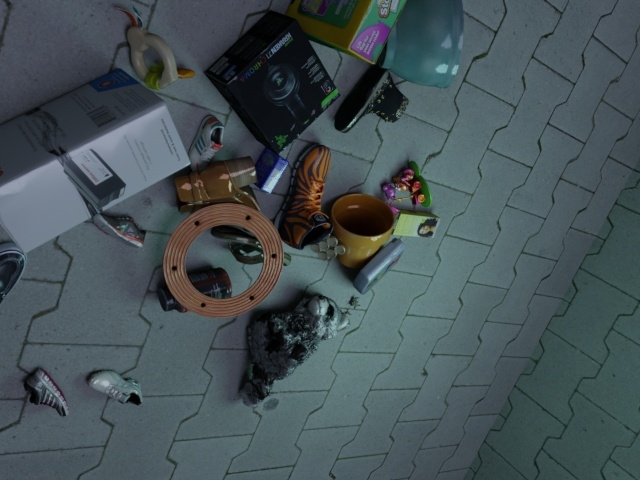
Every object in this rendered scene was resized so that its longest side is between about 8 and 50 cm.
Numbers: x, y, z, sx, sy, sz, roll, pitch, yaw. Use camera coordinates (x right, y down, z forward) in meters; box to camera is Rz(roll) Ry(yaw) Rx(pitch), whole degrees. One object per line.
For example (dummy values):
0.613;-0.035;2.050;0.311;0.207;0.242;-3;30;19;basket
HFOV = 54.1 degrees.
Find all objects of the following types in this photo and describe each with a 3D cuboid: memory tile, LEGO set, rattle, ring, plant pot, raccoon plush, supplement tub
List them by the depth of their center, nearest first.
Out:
-0.376;-0.464;1.459;0.142;0.130;0.200;-34;106;-31;rattle
-0.266;0.056;1.735;0.336;0.032;0.337;-7;110;-18;ring
0.263;-0.578;1.768;0.196;0.293;0.293;-3;121;-7;plant pot
-0.363;0.147;1.812;0.197;0.106;0.106;-13;123;-32;supplement tub
0.000;0.000;1.985;0.148;0.113;0.012;48;45;-19;memory tile
0.124;-0.017;2.046;0.205;0.205;0.188;-20;142;-27;plant pot
-0.102;0.352;2.146;0.299;0.216;0.446;-18;156;-46;raccoon plush
0.116;0.236;2.305;0.083;0.023;0.054;-43;133;10;LEGO set

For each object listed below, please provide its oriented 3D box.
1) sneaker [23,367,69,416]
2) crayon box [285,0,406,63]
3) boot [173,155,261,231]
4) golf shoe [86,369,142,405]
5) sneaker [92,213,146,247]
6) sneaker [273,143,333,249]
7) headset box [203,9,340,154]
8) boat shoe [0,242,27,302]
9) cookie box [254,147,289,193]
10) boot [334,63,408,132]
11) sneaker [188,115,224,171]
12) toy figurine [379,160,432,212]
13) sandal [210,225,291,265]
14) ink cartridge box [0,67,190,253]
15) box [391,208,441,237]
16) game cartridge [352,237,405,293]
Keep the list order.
-0.750;0.426;1.710;0.074;0.063;0.171;-32;126;-19;sneaker
0.093;-0.650;1.538;0.106;0.313;0.363;17;105;-43;crayon box
-0.281;-0.101;1.730;0.220;0.109;0.284;-18;148;-14;boot
-0.590;0.433;1.823;0.176;0.086;0.069;29;98;-43;golf shoe
-0.518;-0.039;1.625;0.158;0.061;0.065;41;61;-46;sneaker
-0.014;-0.116;1.872;0.124;0.180;0.321;7;112;-40;sneaker
-0.116;-0.405;1.652;0.246;0.131;0.283;-44;135;-7;headset box
-0.799;0.140;1.467;0.301;0.102;0.108;-46;134;-6;boat shoe
-0.150;-0.199;1.779;0.040;0.092;0.107;26;99;-41;cookie box
0.162;-0.394;1.911;0.236;0.085;0.178;-54;137;1;boot
-0.296;-0.244;1.647;0.057;0.075;0.161;11;109;-41;sneaker
0.272;-0.164;2.132;0.159;0.130;0.173;-23;107;-14;toy figurine
-0.200;0.035;1.856;0.302;0.120;0.086;30;86;-45;sandal
-0.530;-0.186;1.352;0.394;0.285;0.166;-32;132;-18;ink cartridge box
0.329;-0.062;2.260;0.232;0.058;0.088;3;114;-38;box
0.195;0.098;2.149;0.196;0.060;0.294;-40;169;-7;game cartridge
